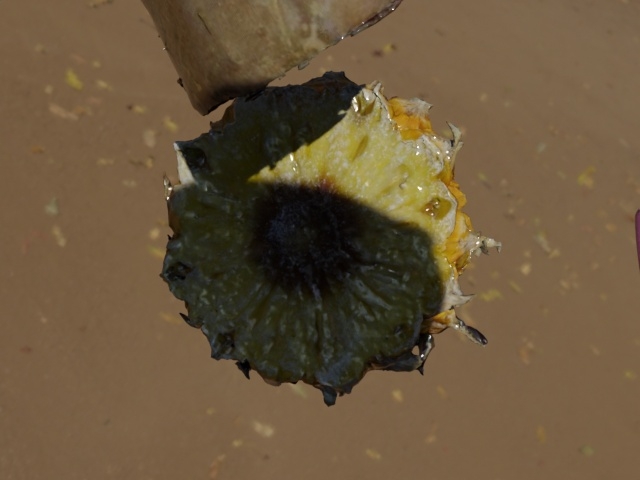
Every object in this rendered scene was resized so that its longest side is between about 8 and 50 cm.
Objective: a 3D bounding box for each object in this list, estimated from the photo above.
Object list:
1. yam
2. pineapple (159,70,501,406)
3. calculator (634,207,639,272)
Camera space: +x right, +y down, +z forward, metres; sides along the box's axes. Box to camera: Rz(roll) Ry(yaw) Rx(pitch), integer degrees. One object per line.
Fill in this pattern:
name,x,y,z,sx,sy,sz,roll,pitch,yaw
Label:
yam,-0.054,-0.187,0.507,0.238,0.129,0.128,62,2,-8
pineapple,0.000,0.000,0.658,0.221,0.221,0.047,46,18,11
calculator,0.359,0.024,0.937,0.191,0.034,0.126,11,32,6
